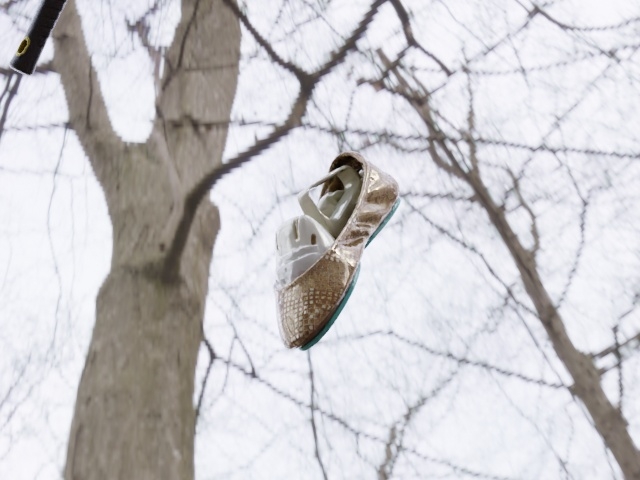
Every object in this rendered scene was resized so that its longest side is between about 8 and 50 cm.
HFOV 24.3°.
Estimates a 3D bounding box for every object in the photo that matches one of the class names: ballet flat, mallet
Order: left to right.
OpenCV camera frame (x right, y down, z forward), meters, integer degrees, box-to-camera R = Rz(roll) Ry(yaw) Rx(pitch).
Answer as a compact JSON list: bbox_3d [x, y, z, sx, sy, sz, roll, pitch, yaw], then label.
[{"bbox_3d":[-0.138,-0.188,0.914,0.039,0.062,0.190,27,-100,-51],"label":"mallet"},{"bbox_3d":[0.000,0.000,1.081,0.073,0.206,0.067,-33,-74,32],"label":"ballet flat"}]
